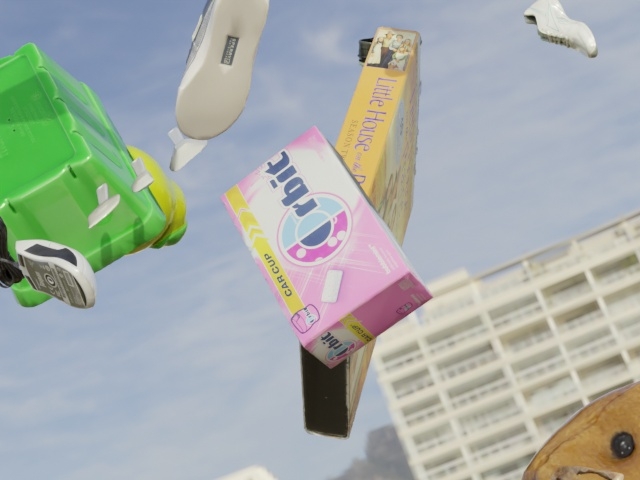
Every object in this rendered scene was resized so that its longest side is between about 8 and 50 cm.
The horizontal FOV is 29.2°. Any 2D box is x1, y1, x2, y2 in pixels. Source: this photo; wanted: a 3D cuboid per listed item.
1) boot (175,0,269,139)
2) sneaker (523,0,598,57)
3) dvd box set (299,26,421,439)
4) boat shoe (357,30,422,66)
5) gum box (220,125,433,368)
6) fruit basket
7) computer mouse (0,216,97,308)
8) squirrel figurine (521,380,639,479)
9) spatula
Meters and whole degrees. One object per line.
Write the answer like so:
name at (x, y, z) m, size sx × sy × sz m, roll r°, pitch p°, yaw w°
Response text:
boot at (-0.095, -0.194, 1.215) m, size 0.069 × 0.086 × 0.190 m, roll 15°, pitch -52°, yaw -17°
sneaker at (0.384, -0.332, 1.964) m, size 0.061 × 0.152 × 0.053 m, roll -31°, pitch -36°, yaw -11°
dvd box set at (0.053, -0.015, 1.492) m, size 0.062 × 0.420 × 0.307 m, roll 9°, pitch -46°, yaw 10°
boat shoe at (0.107, -0.297, 1.847) m, size 0.049 × 0.042 × 0.133 m, roll 19°, pitch 32°, yaw 41°
gum box at (0.000, 0.000, 1.052) m, size 0.107 × 0.188 × 0.062 m, roll -35°, pitch -34°, yaw 6°
fruit basket at (-0.371, -0.071, 1.857) m, size 0.283 × 0.392 × 0.392 m, roll -30°, pitch -17°, yaw -4°
computer mouse at (-0.310, 0.028, 1.385) m, size 0.042 × 0.193 × 0.106 m, roll -42°, pitch -46°, yaw -36°
squirrel figurine at (0.319, 0.245, 0.777) m, size 0.397 × 0.370 × 0.281 m, roll -11°, pitch -43°, yaw -12°
spatula at (-0.215, -0.083, 1.506) m, size 0.168 × 0.019 × 0.242 m, roll -39°, pitch 14°, yaw -1°
